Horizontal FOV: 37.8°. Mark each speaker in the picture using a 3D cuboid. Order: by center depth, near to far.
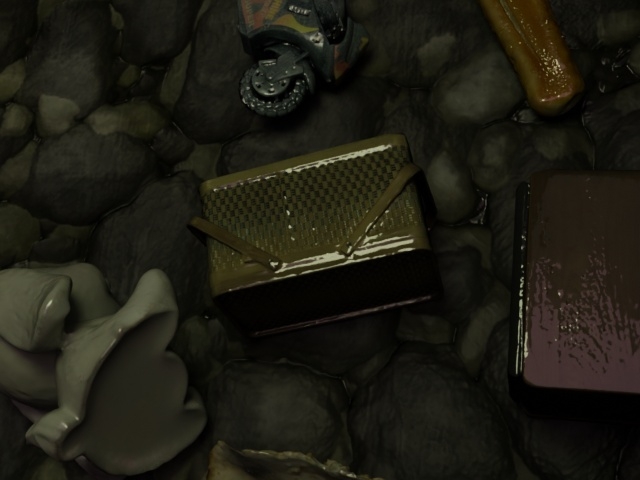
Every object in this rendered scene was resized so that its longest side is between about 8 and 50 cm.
[{"bbox_3d":[0.291,0.059,0.954,0.192,0.153,0.231,1,69,14],"label":"speaker"}]

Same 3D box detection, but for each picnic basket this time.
[{"bbox_3d":[0.000,0.000,1.036,0.266,0.165,0.139,-13,65,7],"label":"picnic basket"}]

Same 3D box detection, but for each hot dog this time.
[{"bbox_3d":[0.242,-0.274,1.148,0.087,0.061,0.286,-18,67,9],"label":"hot dog"}]

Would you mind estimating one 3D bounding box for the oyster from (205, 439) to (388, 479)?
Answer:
[{"bbox_3d":[0.051,0.333,0.940,0.395,0.111,0.204,13,90,17],"label":"oyster"}]

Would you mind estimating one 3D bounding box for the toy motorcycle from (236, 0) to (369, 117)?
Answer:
[{"bbox_3d":[-0.028,-0.294,1.199,0.173,0.108,0.307,-5,66,1],"label":"toy motorcycle"}]

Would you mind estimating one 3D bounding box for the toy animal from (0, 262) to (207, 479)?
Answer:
[{"bbox_3d":[-0.277,0.121,1.025,0.265,0.272,0.206,28,51,34],"label":"toy animal"}]
